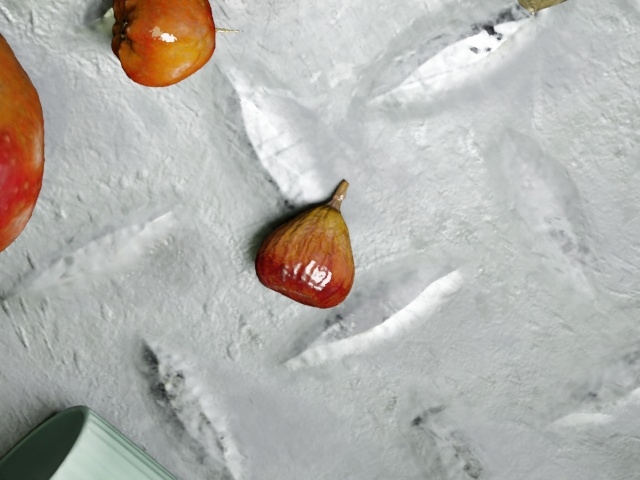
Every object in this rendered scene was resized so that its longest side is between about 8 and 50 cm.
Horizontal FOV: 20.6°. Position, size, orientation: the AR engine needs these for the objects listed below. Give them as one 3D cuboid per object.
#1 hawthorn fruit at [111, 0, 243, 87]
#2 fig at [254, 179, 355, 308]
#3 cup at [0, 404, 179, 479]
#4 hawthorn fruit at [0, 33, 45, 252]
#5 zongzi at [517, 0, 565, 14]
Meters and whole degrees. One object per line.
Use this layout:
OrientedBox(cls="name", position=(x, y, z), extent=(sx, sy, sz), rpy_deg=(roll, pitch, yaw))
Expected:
OrientedBox(cls="hawthorn fruit", position=(-0.174, -0.234, 1.967), extent=(0.125, 0.140, 0.125), rpy_deg=(7, 103, 32))
OrientedBox(cls="fig", position=(0.002, 0.013, 2.081), extent=(0.119, 0.119, 0.153), rpy_deg=(41, 100, -20))
OrientedBox(cls="cup", position=(-0.266, 0.449, 2.123), extent=(0.401, 0.310, 0.392), rpy_deg=(-42, 105, 8))
OrientedBox(cls="hawthorn fruit", position=(-0.429, -0.083, 1.864), extent=(0.285, 0.369, 0.284), rpy_deg=(-8, 131, -9))
OrientedBox(cls="zongzi", position=(0.299, -0.291, 1.964), extent=(0.189, 0.178, 0.081), rpy_deg=(1, 123, -8))
